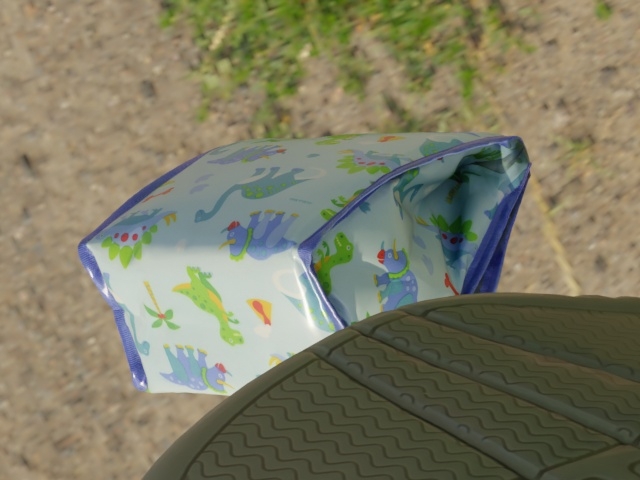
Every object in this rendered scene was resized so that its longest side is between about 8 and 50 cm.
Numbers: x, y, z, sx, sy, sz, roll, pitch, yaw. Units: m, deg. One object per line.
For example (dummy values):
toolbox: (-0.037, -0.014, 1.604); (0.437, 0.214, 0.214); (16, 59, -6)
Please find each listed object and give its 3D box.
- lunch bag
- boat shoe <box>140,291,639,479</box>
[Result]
lunch bag: (0.000, 0.000, 0.739); (0.129, 0.151, 0.096); (2, 123, 37)
boat shoe: (0.088, 0.070, 0.419); (0.118, 0.320, 0.103); (20, 111, 39)
